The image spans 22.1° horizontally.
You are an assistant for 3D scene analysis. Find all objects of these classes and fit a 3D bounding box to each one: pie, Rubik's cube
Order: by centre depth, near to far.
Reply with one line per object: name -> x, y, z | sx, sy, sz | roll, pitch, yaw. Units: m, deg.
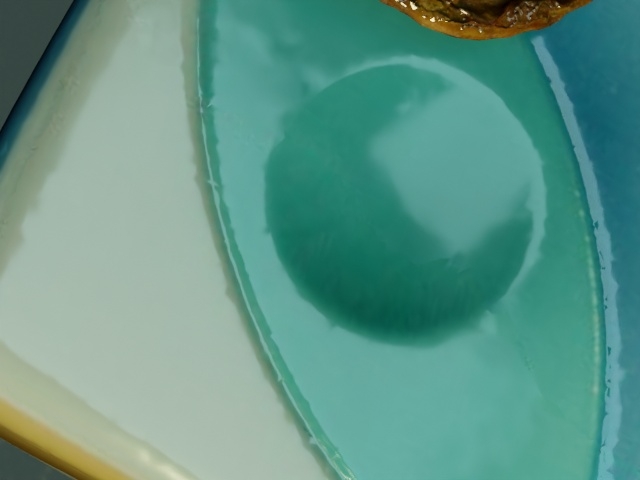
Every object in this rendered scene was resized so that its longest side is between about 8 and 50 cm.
pie -> 0.086, -0.136, 0.723 | 0.191, 0.033, 0.088 | -31, 96, -22
Rubik's cube -> 0.000, 0.000, 0.882 | 0.347, 0.352, 0.351 | 29, 76, -9
